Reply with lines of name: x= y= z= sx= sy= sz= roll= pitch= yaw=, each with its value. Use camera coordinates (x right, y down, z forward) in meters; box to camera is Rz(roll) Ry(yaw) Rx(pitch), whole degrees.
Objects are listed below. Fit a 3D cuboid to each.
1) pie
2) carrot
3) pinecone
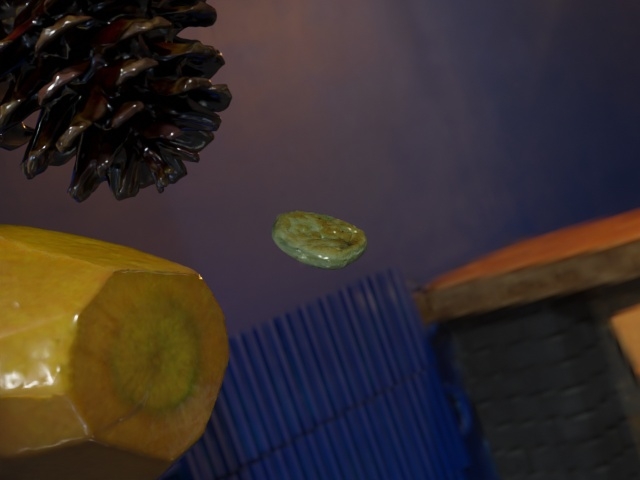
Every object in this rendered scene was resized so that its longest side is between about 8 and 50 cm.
pie: x=-0.001 y=-0.001 z=1.206 sx=0.084 sy=0.021 sz=0.084 roll=12 pitch=28 yaw=-6
carrot: x=-0.173 y=0.058 z=0.604 sx=0.301 sy=0.114 sz=0.114 roll=-9 pitch=8 yaw=37
pinecone: x=-0.185 y=-0.153 z=1.089 sx=0.246 sy=0.292 sz=0.246 roll=-33 pitch=-15 yaw=-10
